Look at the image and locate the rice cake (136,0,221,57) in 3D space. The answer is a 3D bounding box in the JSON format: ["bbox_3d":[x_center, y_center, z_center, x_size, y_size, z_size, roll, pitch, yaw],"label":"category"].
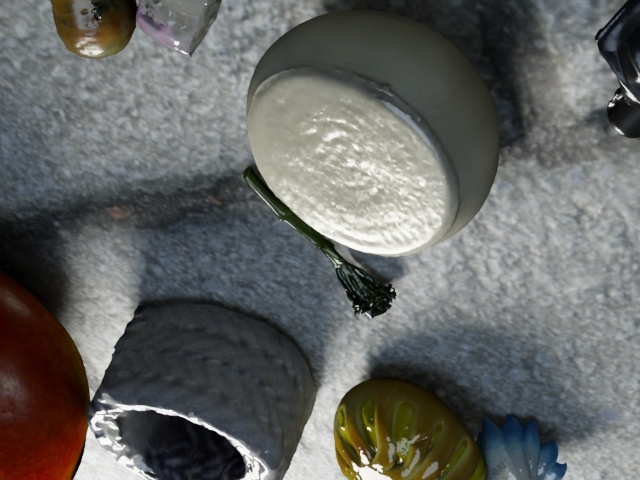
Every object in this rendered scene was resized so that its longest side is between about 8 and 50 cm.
[{"bbox_3d":[-0.084,-0.305,1.030,0.070,0.064,0.399,28,136,2],"label":"rice cake"}]

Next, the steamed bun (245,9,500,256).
[{"bbox_3d":[0.055,-0.106,1.111,0.232,0.145,0.231,23,141,20],"label":"steamed bun"}]

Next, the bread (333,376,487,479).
[{"bbox_3d":[0.097,0.259,1.453,0.213,0.105,0.213,23,135,26],"label":"bread"}]

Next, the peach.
[{"bbox_3d":[-0.452,0.193,1.467,0.370,0.370,0.370,11,135,11],"label":"peach"}]

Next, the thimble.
[{"bbox_3d":[-0.138,0.193,1.471,0.246,0.157,0.217,28,136,-5],"label":"thimble"}]

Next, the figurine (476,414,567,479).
[{"bbox_3d":[0.219,0.247,1.451,0.114,0.079,0.114,16,115,37],"label":"figurine"}]

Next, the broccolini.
[{"bbox_3d":[0.001,0.000,1.321,0.218,0.044,0.042,49,146,-18],"label":"broccolini"}]

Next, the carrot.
[{"bbox_3d":[-0.228,-0.296,1.099,0.078,0.078,0.298,2,129,20],"label":"carrot"}]

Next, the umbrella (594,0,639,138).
[{"bbox_3d":[0.314,-0.175,0.972,0.122,0.110,0.272,2,148,-32],"label":"umbrella"}]
